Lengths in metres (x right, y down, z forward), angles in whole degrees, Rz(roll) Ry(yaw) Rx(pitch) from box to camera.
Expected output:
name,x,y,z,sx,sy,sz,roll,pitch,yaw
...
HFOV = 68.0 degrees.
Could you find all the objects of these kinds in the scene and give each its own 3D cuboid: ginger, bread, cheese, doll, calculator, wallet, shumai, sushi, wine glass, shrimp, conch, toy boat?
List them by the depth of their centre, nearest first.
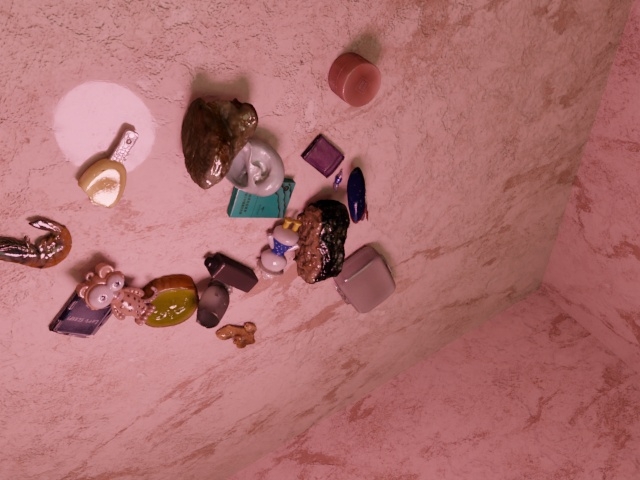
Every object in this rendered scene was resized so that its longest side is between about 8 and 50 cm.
name,x,y,z,sx,sy,sz,roll,pitch,yaw
shrimp,-0.877,-0.002,1.378,0.296,0.058,0.169,19,107,-49
cheese,-0.607,-0.213,1.380,0.127,0.050,0.255,19,113,-43
shumai,-0.289,-0.288,1.426,0.203,0.222,0.272,-4,120,-39
conch,-0.224,-0.243,1.571,0.185,0.121,0.221,-41,117,-8
doll,-0.678,0.186,1.601,0.278,0.119,0.154,40,74,-46
calculator,-0.809,0.239,1.666,0.274,0.028,0.165,-48,140,12
wallet,0.013,-0.309,1.759,0.111,0.030,0.166,-46,139,11
bread,-0.574,0.233,1.801,0.236,0.070,0.236,-19,135,-20
wine glass,-0.408,0.239,1.820,0.111,0.204,0.111,3,123,4
doll,-0.165,0.038,1.886,0.138,0.119,0.293,17,116,-21
toy boat,0.155,-0.142,1.907,0.072,0.219,0.318,0,143,13
sushi,0.000,0.000,1.910,0.170,0.211,0.350,-5,124,-27
ginger,-0.374,0.436,2.145,0.214,0.059,0.133,-2,124,-37

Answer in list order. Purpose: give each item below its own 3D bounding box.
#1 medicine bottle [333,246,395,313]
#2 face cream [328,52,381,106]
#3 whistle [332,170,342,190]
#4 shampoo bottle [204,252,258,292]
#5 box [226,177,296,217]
name,x,y,z,sx,sy,sz,roll,pitch,yaw
medicine bottle,0.222,0.201,2.316,0.282,0.123,0.375,-38,139,-3
face cream,0.113,-0.531,1.569,0.149,0.104,0.149,-20,137,-20
whistle,0.070,-0.235,1.868,0.029,0.033,0.083,2,125,-33
shampoo bottle,-0.353,0.123,1.854,0.079,0.080,0.246,-47,139,8
box,-0.214,-0.155,1.726,0.226,0.042,0.161,-2,129,-35
